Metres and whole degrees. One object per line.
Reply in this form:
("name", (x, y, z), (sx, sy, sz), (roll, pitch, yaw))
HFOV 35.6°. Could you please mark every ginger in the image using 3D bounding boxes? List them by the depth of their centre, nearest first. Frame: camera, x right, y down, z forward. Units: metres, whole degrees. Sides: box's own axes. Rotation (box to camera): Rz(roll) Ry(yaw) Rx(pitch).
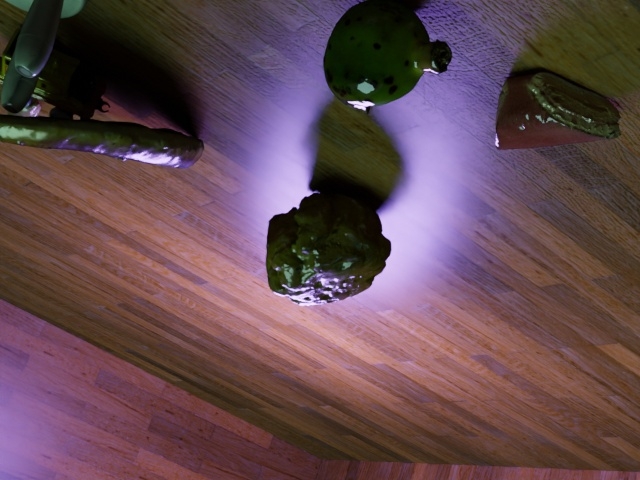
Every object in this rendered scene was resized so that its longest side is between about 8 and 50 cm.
("ginger", (-0.564, -0.239, 1.900), (0.069, 0.051, 0.173), (27, 161, -2))

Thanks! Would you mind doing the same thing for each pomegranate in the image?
("pomegranate", (0.073, -0.239, 1.262), (0.122, 0.143, 0.169), (35, 161, -31))

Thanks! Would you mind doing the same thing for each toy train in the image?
("toy train", (-0.456, -0.275, 1.676), (0.219, 0.089, 0.127), (23, 152, -6))

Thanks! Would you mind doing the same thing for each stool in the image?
("stool", (-0.457, -0.324, 1.430), (0.195, 0.199, 0.195), (25, 156, -18))

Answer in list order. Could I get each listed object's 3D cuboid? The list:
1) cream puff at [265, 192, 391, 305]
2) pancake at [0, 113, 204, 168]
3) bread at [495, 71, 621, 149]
("cream puff", (0.006, 0.015, 1.814), (0.244, 0.196, 0.244), (-8, 124, -12))
("pancake", (-0.377, -0.161, 1.636), (0.304, 0.067, 0.426), (4, -177, 18))
("bread", (0.292, -0.168, 1.342), (0.192, 0.067, 0.119), (-6, 146, 45))
